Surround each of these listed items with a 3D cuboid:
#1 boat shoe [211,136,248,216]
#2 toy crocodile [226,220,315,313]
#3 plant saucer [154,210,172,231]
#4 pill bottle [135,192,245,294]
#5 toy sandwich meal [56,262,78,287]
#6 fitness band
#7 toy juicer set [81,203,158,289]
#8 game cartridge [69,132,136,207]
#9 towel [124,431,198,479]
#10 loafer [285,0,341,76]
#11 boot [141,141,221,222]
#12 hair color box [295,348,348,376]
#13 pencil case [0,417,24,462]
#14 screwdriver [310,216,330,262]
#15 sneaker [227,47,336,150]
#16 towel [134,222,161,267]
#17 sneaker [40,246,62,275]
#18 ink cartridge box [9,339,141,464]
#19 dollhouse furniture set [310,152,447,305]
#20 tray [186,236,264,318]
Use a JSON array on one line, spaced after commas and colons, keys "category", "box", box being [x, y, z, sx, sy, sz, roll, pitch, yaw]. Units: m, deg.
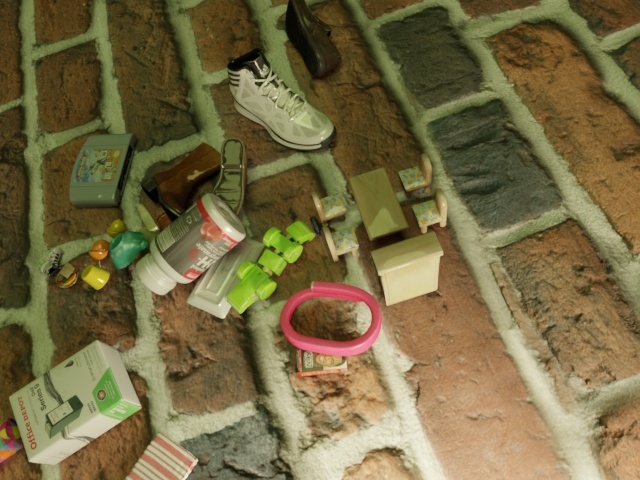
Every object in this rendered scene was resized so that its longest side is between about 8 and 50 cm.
[{"category": "boat shoe", "box": [-0.288, -0.180, 1.742, 0.110, 0.104, 0.307, 11, 83, 6]}, {"category": "toy crocodile", "box": [-0.150, 0.075, 1.598, 0.115, 0.105, 0.340, 34, 79, 23]}, {"category": "plant saucer", "box": [-0.515, -0.063, 1.773, 0.083, 0.013, 0.083, -4, 64, 8]}, {"category": "pill bottle", "box": [-0.400, 0.018, 1.605, 0.318, 0.176, 0.176, -39, 63, 7]}, {"category": "toy sandwich meal", "box": [-0.835, 0.115, 1.734, 0.085, 0.029, 0.085, -4, 63, 8]}, {"category": "fitness band", "box": [0.028, 0.217, 1.486, 0.291, 0.054, 0.209, 5, 52, 18]}, {"category": "toy juicer set", "box": [-0.617, 0.002, 1.692, 0.329, 0.089, 0.209, -35, 40, 15]}, {"category": "game cartridge", "box": [-0.788, -0.256, 1.898, 0.198, 0.062, 0.297, 1, 64, 6]}, {"category": "towel", "box": [-0.436, 0.634, 1.409, 0.144, 0.029, 0.197, 26, 69, 21]}, {"category": "loafer", "box": [-0.028, -0.767, 1.984, 0.130, 0.134, 0.366, -14, 70, -23]}, {"category": "boot", "box": [-0.421, -0.187, 1.786, 0.280, 0.096, 0.264, -38, 54, -20]}, {"category": "hair color box", "box": [0.004, 0.332, 1.466, 0.141, 0.043, 0.072, -8, 62, 5]}, {"category": "pencil case", "box": [-0.942, 0.602, 1.479, 0.236, 0.104, 0.104, -35, 63, -10]}, {"category": "screwdriver", "box": [0.000, 0.000, 1.648, 0.025, 0.024, 0.170, -29, 66, 29]}, {"category": "sneaker", "box": [-0.154, -0.477, 1.774, 0.447, 0.257, 0.169, 31, 73, 22]}, {"category": "towel", "box": [-0.563, 0.019, 1.727, 0.110, 0.027, 0.148, -20, 64, 6]}, {"category": "sneaker", "box": [-0.880, 0.073, 1.755, 0.069, 0.038, 0.098, 22, 79, 32]}, {"category": "ink cartridge box", "box": [-0.689, 0.456, 1.487, 0.289, 0.121, 0.211, -34, 63, -6]}, {"category": "dollhouse furniture set", "box": [0.189, -0.053, 1.502, 0.362, 0.256, 0.394, -18, 62, 1]}, {"category": "tray", "box": [-0.298, 0.097, 1.646, 0.145, 0.030, 0.270, 21, 69, 18]}]
